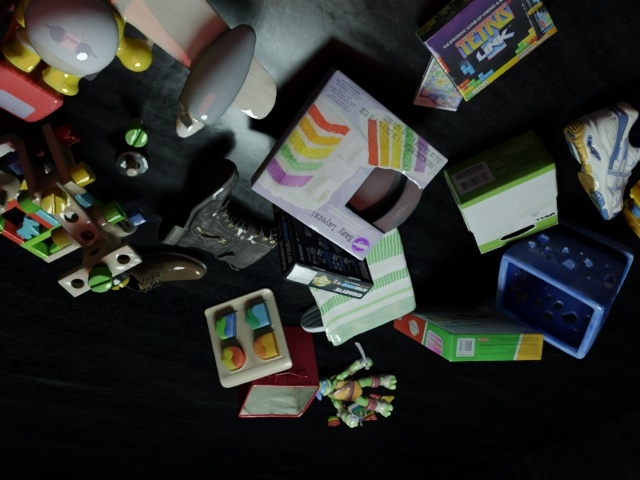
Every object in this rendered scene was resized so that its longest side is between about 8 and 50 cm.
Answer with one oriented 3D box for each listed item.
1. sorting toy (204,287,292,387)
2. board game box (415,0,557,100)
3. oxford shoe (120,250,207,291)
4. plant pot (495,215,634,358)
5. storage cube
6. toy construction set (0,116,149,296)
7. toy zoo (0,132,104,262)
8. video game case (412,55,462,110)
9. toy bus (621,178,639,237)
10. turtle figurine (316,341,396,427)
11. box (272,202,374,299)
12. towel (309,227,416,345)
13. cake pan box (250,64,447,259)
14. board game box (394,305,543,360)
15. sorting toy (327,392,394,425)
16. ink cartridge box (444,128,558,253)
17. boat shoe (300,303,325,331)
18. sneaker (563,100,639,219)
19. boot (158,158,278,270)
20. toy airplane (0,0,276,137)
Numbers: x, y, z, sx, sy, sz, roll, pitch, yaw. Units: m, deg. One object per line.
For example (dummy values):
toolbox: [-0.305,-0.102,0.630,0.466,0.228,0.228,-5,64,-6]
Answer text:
sorting toy: [-0.186,0.242,1.216,0.193,0.208,0.038,-20,167,11]
board game box: [0.260,-0.328,0.765,0.170,0.048,0.141,-38,130,21]
oxford shoe: [-0.364,0.076,1.065,0.228,0.096,0.082,1,135,-15]
plant pot: [0.579,0.094,1.154,0.212,0.236,0.235,-42,143,-22]
storage cube: [-0.123,0.360,1.356,0.184,0.193,0.214,7,135,-18]
toy construction set: [-0.426,-0.030,0.784,0.309,0.237,0.257,-6,133,-16]
toy zoo: [-0.551,-0.079,0.900,0.193,0.030,0.293,-24,137,15]
video game case: [0.222,-0.285,0.845,0.087,0.011,0.122,4,137,-16]
toy bus: [0.738,-0.096,1.027,0.212,0.149,0.220,7,139,-40]
turtle figurine: [0.141,0.482,1.545,0.267,0.197,0.275,17,135,-33]
box: [0.000,0.000,0.960,0.175,0.220,0.051,18,129,-29]
towel: [0.097,0.102,1.169,0.248,0.038,0.324,-23,128,-4]
cake pan box: [0.052,-0.123,0.857,0.267,0.070,0.245,34,107,-21]
board game box: [0.363,0.231,1.254,0.243,0.316,0.064,3,93,-14]
sorting toy: [0.161,0.663,1.862,0.132,0.046,0.274,27,126,-35]
ink cartridge box: [0.392,-0.089,1.039,0.189,0.096,0.255,-24,147,15]
boat shoe: [0.062,0.199,1.295,0.227,0.083,0.075,-21,136,11]
sneaker: [0.605,-0.153,0.997,0.131,0.111,0.296,-28,136,19]
boot: [-0.176,-0.041,0.994,0.229,0.091,0.263,22,134,-38]
toy airplane: [-0.240,-0.291,0.548,0.387,0.272,0.384,-2,137,-9]
